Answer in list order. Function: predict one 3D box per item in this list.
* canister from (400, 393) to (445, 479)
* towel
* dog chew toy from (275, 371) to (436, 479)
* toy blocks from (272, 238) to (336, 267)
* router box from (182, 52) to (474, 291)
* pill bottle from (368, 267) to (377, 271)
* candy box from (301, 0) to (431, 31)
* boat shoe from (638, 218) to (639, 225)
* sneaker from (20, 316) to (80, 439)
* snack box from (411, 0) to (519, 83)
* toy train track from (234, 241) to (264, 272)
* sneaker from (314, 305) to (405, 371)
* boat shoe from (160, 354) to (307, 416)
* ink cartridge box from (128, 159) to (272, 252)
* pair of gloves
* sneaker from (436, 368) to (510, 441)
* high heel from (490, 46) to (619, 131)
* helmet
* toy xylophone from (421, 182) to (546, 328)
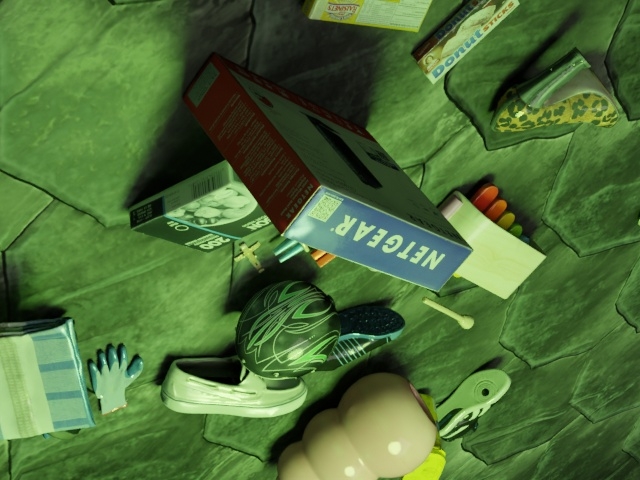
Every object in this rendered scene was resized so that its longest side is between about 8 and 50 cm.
[{"bbox_3d":[0.207,0.422,2.144,0.073,0.170,0.126,10,127,-9],"label":"canister"},{"bbox_3d":[-0.471,0.205,1.418,0.285,0.034,0.209,-7,123,-6],"label":"towel"},{"bbox_3d":[0.059,0.403,2.006,0.332,0.207,0.206,-32,142,6],"label":"dog chew toy"},{"bbox_3d":[0.000,0.000,1.660,0.148,0.054,0.123,-35,141,-3],"label":"toy blocks"},{"bbox_3d":[0.013,-0.088,1.385,0.335,0.301,0.082,20,115,-48],"label":"router box"},{"bbox_3d":[0.121,0.036,1.799,0.083,0.043,0.043,9,122,-44],"label":"pill bottle"},{"bbox_3d":[0.077,-0.343,1.392,0.206,0.027,0.105,-3,133,-40],"label":"candy box"},{"bbox_3d":[0.783,-0.054,2.199,0.233,0.079,0.084,-7,134,-31],"label":"boat shoe"},{"bbox_3d":[-0.390,0.200,1.511,0.130,0.087,0.227,-31,125,-5],"label":"sneaker"},{"bbox_3d":[0.219,-0.317,1.539,0.178,0.022,0.064,-43,143,6],"label":"snack box"},{"bbox_3d":[-0.108,0.031,1.639,0.048,0.014,0.083,-36,142,-3],"label":"toy train track"},{"bbox_3d":[0.042,0.185,1.864,0.232,0.081,0.090,-9,137,-22],"label":"sneaker"},{"bbox_3d":[-0.139,0.239,1.754,0.267,0.096,0.088,6,121,-23],"label":"boat shoe"},{"bbox_3d":[-0.127,-0.039,1.451,0.206,0.045,0.208,-22,155,37],"label":"ink cartridge box"},{"bbox_3d":[-0.376,0.242,1.635,0.198,0.023,0.159,-17,138,-23],"label":"pair of gloves"},{"bbox_3d":[0.345,0.368,2.287,0.217,0.079,0.121,-38,146,13],"label":"sneaker"},{"bbox_3d":[0.402,-0.215,1.750,0.186,0.093,0.261,-36,146,17],"label":"high heel"},{"bbox_3d":[-0.055,0.146,1.678,0.169,0.169,0.161,-47,157,12],"label":"helmet"},{"bbox_3d":[0.289,0.037,1.900,0.236,0.081,0.322,-44,141,7],"label":"toy xylophone"}]
